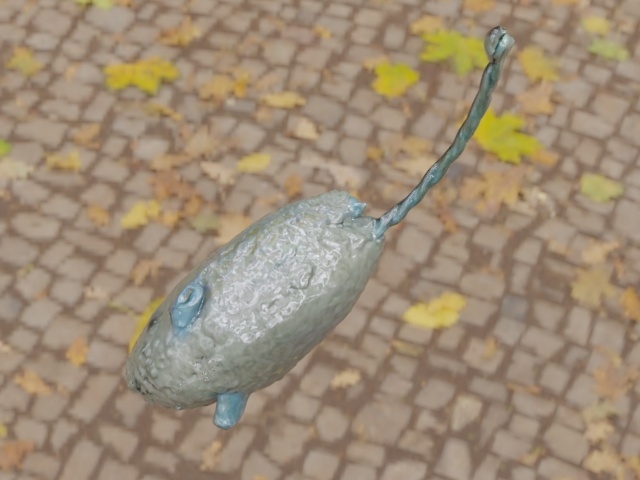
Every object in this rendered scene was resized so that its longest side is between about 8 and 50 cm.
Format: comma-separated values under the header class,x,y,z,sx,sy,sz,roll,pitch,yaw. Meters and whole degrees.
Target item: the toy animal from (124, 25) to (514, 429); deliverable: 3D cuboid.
class,x,y,z,sx,sy,sz,roll,pitch,yaw
toy animal,0.007,-0.001,0.690,0.070,0.253,0.079,45,19,-14
